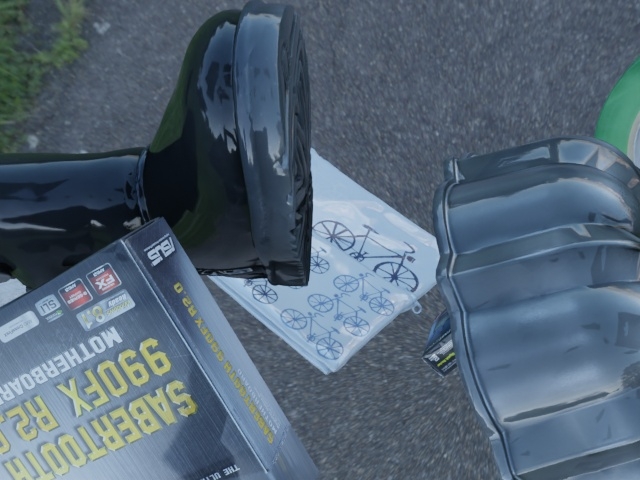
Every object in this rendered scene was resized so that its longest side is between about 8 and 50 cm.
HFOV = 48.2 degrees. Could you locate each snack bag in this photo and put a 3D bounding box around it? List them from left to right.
[{"bbox_3d":[0.000,0.000,0.962,0.323,0.342,0.037,37,131,23],"label":"snack bag"}]

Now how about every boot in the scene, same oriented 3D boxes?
[{"bbox_3d":[-0.232,-0.046,0.562,0.445,0.367,0.146,2,68,1],"label":"boot"}]

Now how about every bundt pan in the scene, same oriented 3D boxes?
[{"bbox_3d":[0.216,0.065,0.537,0.124,0.331,0.330,-21,76,29],"label":"bundt pan"}]

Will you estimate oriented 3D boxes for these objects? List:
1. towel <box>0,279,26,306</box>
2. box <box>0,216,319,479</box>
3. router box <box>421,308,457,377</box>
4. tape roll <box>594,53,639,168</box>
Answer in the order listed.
[{"bbox_3d":[-0.465,0.042,1.081,0.282,0.049,0.187,-12,87,-5],"label":"towel"},{"bbox_3d":[-0.145,0.119,0.422,0.231,0.056,0.183,-27,99,17],"label":"box"},{"bbox_3d":[0.178,0.093,0.842,0.038,0.092,0.122,40,121,-3],"label":"router box"},{"bbox_3d":[0.505,-0.115,0.863,0.321,0.077,0.321,18,127,27],"label":"tape roll"}]
